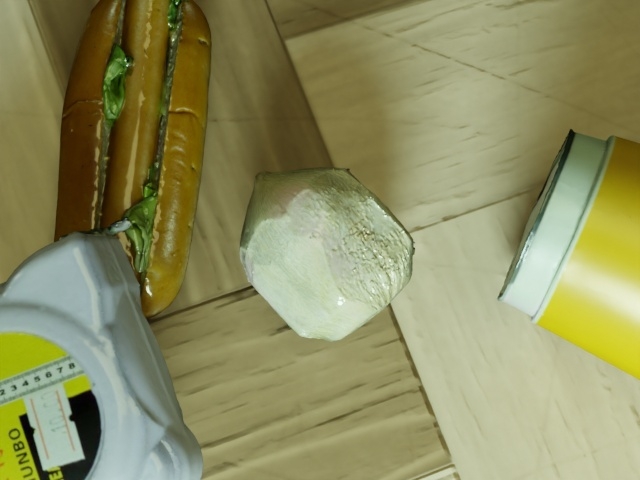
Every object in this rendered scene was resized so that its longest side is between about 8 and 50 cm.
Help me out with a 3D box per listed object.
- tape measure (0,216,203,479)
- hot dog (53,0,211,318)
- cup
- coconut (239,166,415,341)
[{"bbox_3d":[-0.175,0.104,0.856,0.178,0.105,0.196,-18,86,9],"label":"tape measure"},{"bbox_3d":[-0.129,-0.068,0.936,0.100,0.068,0.249,6,75,-8],"label":"hot dog"},{"bbox_3d":[0.273,0.036,0.918,0.280,0.196,0.196,22,73,5],"label":"cup"},{"bbox_3d":[0.000,0.000,0.920,0.110,0.110,0.124,-39,90,-16],"label":"coconut"}]
